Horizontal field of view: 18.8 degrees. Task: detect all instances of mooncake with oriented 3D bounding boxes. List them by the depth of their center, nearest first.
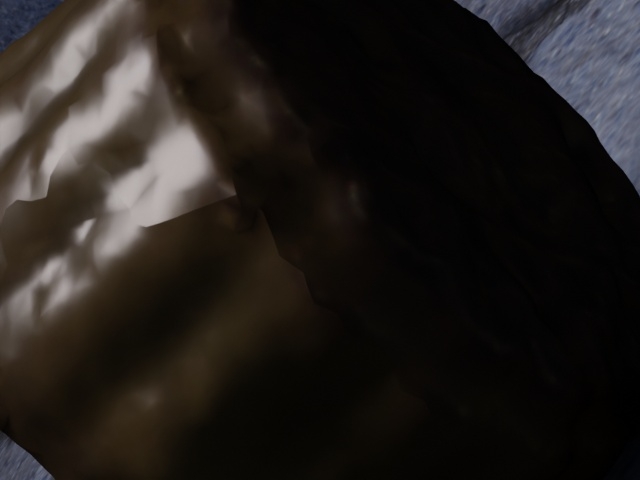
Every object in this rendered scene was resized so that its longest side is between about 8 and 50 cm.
[{"bbox_3d":[0.000,0.001,0.835,0.187,0.324,0.324,-42,16,26],"label":"mooncake"}]
